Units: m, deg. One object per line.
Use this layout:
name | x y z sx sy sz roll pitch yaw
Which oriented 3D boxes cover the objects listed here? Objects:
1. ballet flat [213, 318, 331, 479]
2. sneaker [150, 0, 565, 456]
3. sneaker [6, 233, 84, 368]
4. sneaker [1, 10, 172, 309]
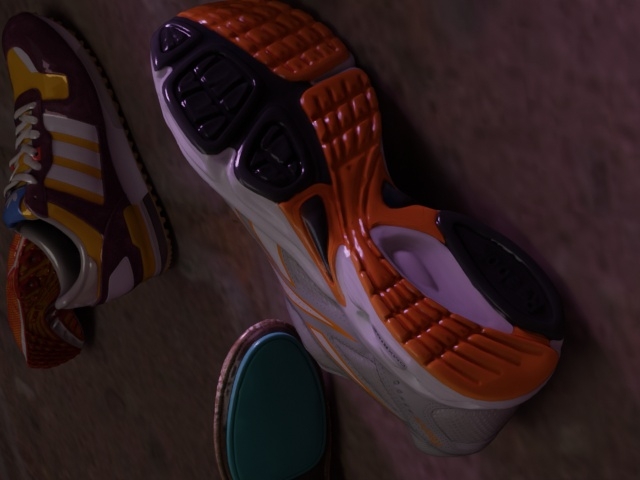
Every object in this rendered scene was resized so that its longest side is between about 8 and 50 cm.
ballet flat | -0.028 0.132 0.983 0.067 0.073 0.206 -140 39 -61
sneaker | 0.000 0.000 0.811 0.262 0.099 0.121 52 153 23
sneaker | -0.193 0.018 1.167 0.067 0.064 0.175 59 149 30
sneaker | -0.163 -0.049 1.040 0.185 0.084 0.069 63 151 3
